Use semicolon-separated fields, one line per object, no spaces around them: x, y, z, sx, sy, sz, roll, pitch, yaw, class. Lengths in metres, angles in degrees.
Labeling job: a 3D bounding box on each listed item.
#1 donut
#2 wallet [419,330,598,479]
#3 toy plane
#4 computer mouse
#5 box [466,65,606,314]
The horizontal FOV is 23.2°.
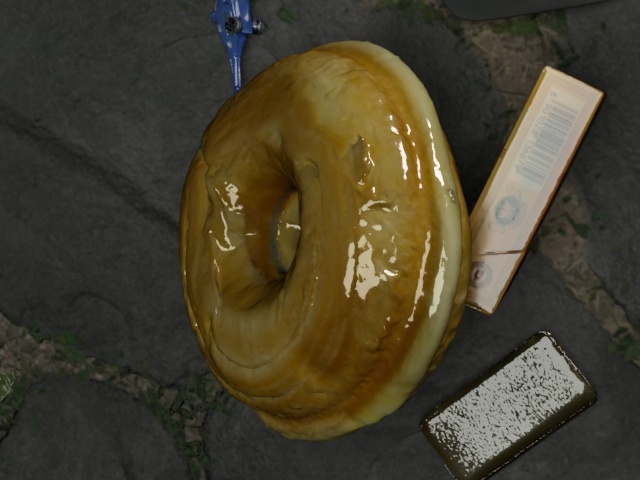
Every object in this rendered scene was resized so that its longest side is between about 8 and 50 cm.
0.000;0.000;1.723;0.449;0.198;0.449;-12;75;50;donut
0.222;0.204;1.863;0.198;0.031;0.110;-38;86;13;wallet
-0.106;-0.238;1.887;0.062;0.054;0.167;-1;94;37;toy plane
0.248;-0.322;1.796;0.232;0.057;0.120;-6;93;12;computer mouse
0.230;-0.059;1.764;0.076;0.174;0.274;27;99;9;box
